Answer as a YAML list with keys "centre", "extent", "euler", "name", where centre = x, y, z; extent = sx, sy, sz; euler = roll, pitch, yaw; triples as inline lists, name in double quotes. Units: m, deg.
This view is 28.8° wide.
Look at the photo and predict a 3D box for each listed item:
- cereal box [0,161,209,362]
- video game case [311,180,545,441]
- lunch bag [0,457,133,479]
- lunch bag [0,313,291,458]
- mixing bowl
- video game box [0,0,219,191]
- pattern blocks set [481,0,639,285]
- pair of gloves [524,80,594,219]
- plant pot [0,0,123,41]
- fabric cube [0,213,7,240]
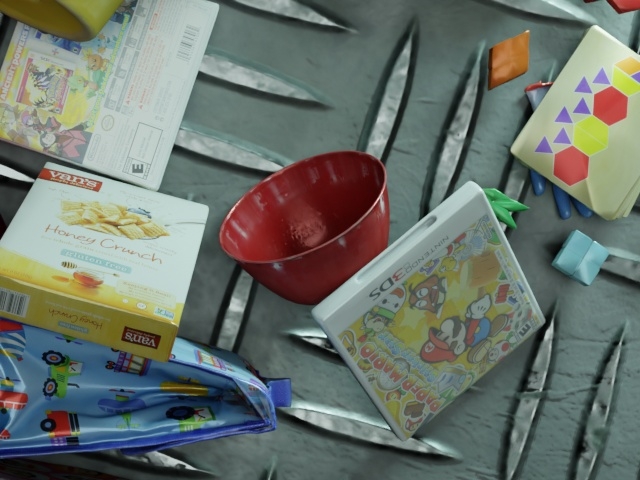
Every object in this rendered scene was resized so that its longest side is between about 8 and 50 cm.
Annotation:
- centre: [-0.202, 0.012, 1.157]
  extent: [0.173, 0.240, 0.047]
  euler: [16, 116, -7]
  name: "cereal box"
- centre: [0.118, 0.079, 1.273]
  extent: [0.206, 0.026, 0.227]
  euler: [-39, 133, -7]
  name: "video game case"
- centre: [-0.241, 0.267, 1.147]
  extent: [0.258, 0.293, 0.120]
  euler: [10, 84, -9]
  name: "lunch bag"
- centre: [-0.173, 0.131, 1.191]
  extent: [0.293, 0.221, 0.138]
  euler: [4, 90, -9]
  name: "lunch bag"
- centre: [0.000, 0.000, 1.260]
  extent: [0.181, 0.181, 0.098]
  euler: [-32, 121, -8]
  name: "mixing bowl"
- centre: [-0.224, -0.173, 1.270]
  extent: [0.187, 0.048, 0.205]
  euler: [19, 87, -11]
  name: "video game box"
- centre: [0.305, -0.130, 1.344]
  extent: [0.285, 0.026, 0.325]
  euler: [43, 84, -5]
  name: "pattern blocks set"
- centre: [0.319, -0.115, 1.370]
  extent: [0.198, 0.023, 0.159]
  euler: [-15, 93, -8]
  name: "pair of gloves"
- centre: [-0.230, -0.325, 1.145]
  extent: [0.254, 0.254, 0.239]
  euler: [25, 81, -8]
  name: "plant pot"
- centre: [-0.455, -0.051, 1.127]
  extent: [0.259, 0.258, 0.254]
  euler: [-25, 95, -8]
  name: "fabric cube"
